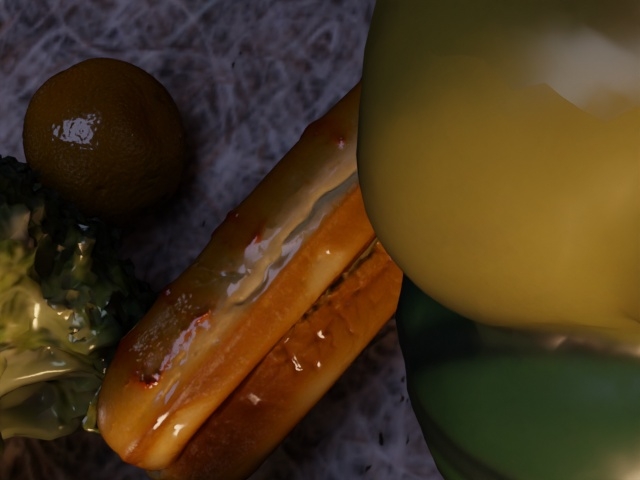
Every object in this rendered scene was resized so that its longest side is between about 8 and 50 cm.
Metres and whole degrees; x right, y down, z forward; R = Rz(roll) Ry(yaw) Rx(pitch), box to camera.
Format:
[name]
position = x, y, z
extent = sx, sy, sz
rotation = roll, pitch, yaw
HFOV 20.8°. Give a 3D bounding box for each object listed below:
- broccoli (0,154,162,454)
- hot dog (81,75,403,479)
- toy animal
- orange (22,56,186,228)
[broccoli]
position = -0.218, 0.119, 0.786
extent = 0.353, 0.397, 0.275
rotation = -27, 27, -4
[hot dog]
position = 0.000, 0.000, 0.749
extent = 0.076, 0.104, 0.250
rotation = 35, 82, 34
[toy animal]
position = 0.108, -0.030, 0.586
extent = 0.191, 0.338, 0.216
rotation = 6, 43, 2
[orange]
position = -0.105, -0.048, 0.855
extent = 0.085, 0.085, 0.085
rotation = -9, 71, 27
